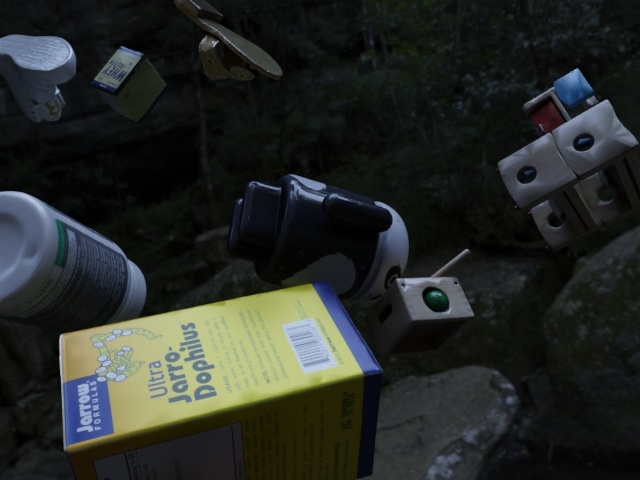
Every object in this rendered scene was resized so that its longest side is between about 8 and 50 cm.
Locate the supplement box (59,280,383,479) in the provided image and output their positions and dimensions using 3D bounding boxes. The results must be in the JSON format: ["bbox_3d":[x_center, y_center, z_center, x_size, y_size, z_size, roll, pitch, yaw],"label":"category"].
[{"bbox_3d":[-0.125,0.212,0.824,0.356,0.194,0.195,-10,35,-18],"label":"supplement box"}]

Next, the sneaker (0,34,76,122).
[{"bbox_3d":[-0.559,-0.321,1.331,0.292,0.169,0.108,23,54,39],"label":"sneaker"}]

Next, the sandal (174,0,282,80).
[{"bbox_3d":[-0.154,-0.287,0.996,0.088,0.240,0.079,-5,-44,-56],"label":"sandal"}]

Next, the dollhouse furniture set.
[{"bbox_3d":[0.263,-0.109,0.733,0.129,0.183,0.129,-31,-37,20],"label":"dollhouse furniture set"}]

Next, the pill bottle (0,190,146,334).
[{"bbox_3d":[-0.477,0.064,1.183,0.204,0.204,0.361,-15,-20,8],"label":"pill bottle"}]

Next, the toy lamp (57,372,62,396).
[{"bbox_3d":[-0.454,0.309,1.248,0.080,0.080,0.274,-12,-34,-22],"label":"toy lamp"}]

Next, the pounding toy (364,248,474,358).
[{"bbox_3d":[0.154,0.093,0.960,0.130,0.100,0.141,0,-37,-27],"label":"pounding toy"}]

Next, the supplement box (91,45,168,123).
[{"bbox_3d":[-0.309,-0.252,1.056,0.056,0.083,0.083,25,-16,27],"label":"supplement box"}]

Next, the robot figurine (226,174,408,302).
[{"bbox_3d":[0.001,0.001,1.002,0.278,0.173,0.209,15,9,-19],"label":"robot figurine"}]
